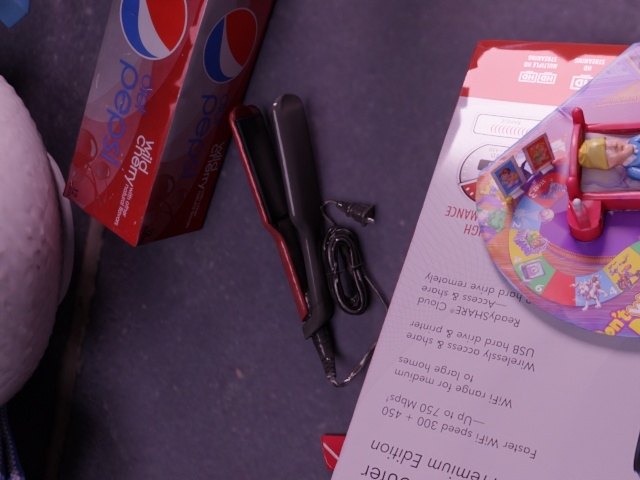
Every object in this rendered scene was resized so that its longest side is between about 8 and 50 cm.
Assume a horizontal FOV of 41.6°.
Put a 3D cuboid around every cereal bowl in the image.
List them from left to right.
[{"bbox_3d":[-0.320,-0.005,0.754,0.339,0.141,0.339,8,100,48],"label":"cereal bowl"}]

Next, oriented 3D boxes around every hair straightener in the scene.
[{"bbox_3d":[0.000,0.000,0.639,0.089,0.047,0.230,-11,95,33],"label":"hair straightener"}]

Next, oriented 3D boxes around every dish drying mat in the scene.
[{"bbox_3d":[0.039,0.173,0.676,0.083,0.008,0.032,-5,97,32],"label":"dish drying mat"}]

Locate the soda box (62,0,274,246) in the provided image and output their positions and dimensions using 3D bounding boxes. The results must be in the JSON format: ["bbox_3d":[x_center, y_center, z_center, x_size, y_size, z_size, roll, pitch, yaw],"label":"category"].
[{"bbox_3d":[-0.114,-0.132,0.660,0.092,0.083,0.263,32,116,23],"label":"soda box"}]

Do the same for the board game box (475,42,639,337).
[{"bbox_3d":[0.157,-0.036,0.411,0.168,0.033,0.133,-40,55,3],"label":"board game box"}]

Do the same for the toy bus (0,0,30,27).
[{"bbox_3d":[-0.338,-0.272,0.708,0.104,0.191,0.202,-24,131,33],"label":"toy bus"}]

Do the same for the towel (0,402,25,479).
[{"bbox_3d":[-0.363,0.291,0.845,0.336,0.040,0.243,-65,31,16],"label":"towel"}]

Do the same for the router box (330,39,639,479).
[{"bbox_3d":[0.204,0.053,0.415,0.335,0.082,0.301,10,70,29],"label":"router box"}]
